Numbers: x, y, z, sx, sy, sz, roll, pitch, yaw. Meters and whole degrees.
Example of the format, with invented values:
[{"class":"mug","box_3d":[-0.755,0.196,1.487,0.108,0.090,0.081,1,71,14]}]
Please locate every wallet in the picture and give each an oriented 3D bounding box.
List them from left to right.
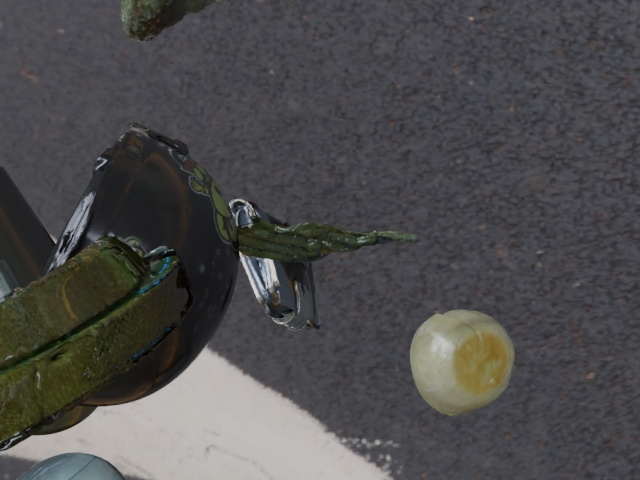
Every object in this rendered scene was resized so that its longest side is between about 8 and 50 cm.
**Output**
[{"class":"wallet","box_3d":[-0.051,0.041,1.451,0.069,0.231,0.170,-20,71,13]}]

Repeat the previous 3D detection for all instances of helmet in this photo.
[{"class":"helmet","box_3d":[-0.162,0.046,0.895,0.230,0.160,0.279,-137,69,-80]}]

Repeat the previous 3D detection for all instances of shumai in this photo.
[{"class":"shumai","box_3d":[-0.218,-0.432,1.639,0.272,0.203,0.222,-95,12,-52]}]

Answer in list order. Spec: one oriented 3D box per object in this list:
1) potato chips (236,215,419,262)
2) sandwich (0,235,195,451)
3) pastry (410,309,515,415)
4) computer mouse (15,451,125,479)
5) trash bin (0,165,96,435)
[{"class":"potato chips","box_3d":[0.000,-0.001,1.055,0.092,0.207,0.028,-31,63,52]},{"class":"sandwich","box_3d":[-0.183,0.057,0.687,0.159,0.235,0.079,-6,111,52]},{"class":"pastry","box_3d":[0.203,0.173,1.454,0.092,0.156,0.156,-169,81,-69]},{"class":"computer mouse","box_3d":[-0.454,0.473,1.540,0.371,0.122,0.188,-39,84,2]},{"class":"trash bin","box_3d":[-0.396,0.091,1.300,0.214,0.214,0.334,-27,98,38]}]
